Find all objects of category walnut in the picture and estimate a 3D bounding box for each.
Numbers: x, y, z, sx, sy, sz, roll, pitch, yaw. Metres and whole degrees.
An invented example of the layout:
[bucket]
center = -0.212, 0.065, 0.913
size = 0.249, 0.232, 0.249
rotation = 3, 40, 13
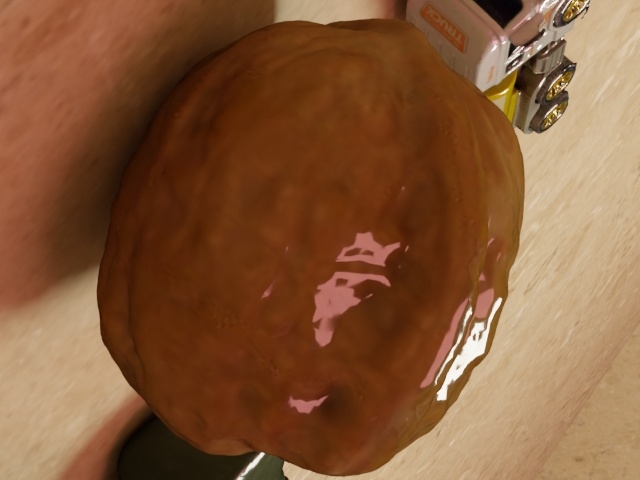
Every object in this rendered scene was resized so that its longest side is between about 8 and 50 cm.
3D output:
[walnut]
center = 0.000, 0.000, 0.859
size = 0.224, 0.257, 0.257
rotation = 12, 119, -35

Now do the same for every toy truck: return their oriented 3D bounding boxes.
[toy truck]
center = 0.112, -0.124, 1.085
size = 0.114, 0.098, 0.227
rotation = -40, 161, -16

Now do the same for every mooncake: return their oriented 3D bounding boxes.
[mooncake]
center = -0.080, 0.175, 1.182
size = 0.168, 0.104, 0.175
rotation = -17, 139, -55
